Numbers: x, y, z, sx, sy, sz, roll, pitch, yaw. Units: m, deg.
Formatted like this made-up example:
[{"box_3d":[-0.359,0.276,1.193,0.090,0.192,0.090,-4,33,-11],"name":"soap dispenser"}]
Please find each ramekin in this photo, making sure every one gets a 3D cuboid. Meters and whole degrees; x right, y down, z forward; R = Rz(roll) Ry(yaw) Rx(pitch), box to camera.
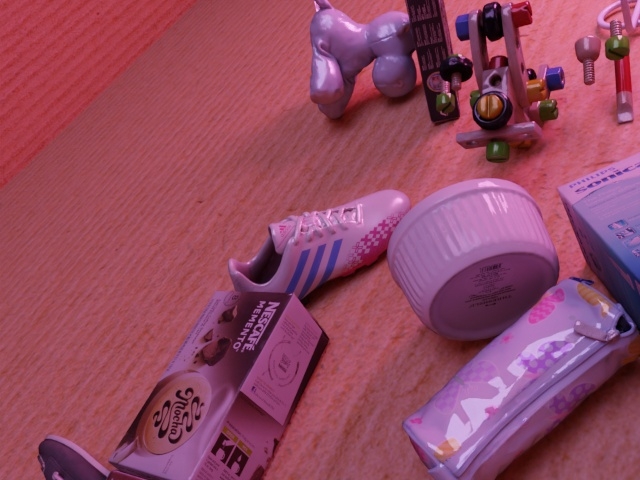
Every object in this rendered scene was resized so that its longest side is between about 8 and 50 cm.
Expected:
[{"box_3d":[0.196,0.035,0.813,0.207,0.207,0.109,-26,45,11],"name":"ramekin"}]

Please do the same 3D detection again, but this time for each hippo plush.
[{"box_3d":[0.105,-0.422,1.428,0.236,0.294,0.234,-1,11,12],"name":"hippo plush"}]

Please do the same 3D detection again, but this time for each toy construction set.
[{"box_3d":[0.344,-0.218,1.032,0.309,0.257,0.237,2,71,9],"name":"toy construction set"}]

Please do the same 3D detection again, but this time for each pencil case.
[{"box_3d":[0.220,0.164,0.707,0.273,0.113,0.124,-39,13,-6],"name":"pencil case"}]

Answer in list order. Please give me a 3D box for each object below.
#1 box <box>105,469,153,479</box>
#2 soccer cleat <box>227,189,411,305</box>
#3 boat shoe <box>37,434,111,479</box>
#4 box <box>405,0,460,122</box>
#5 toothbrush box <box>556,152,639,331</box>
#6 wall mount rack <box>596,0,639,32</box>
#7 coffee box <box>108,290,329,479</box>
[{"box_3d":[-0.193,0.445,0.620,0.191,0.143,0.381,13,50,10],"name":"box"},{"box_3d":[0.000,0.000,1.054,0.331,0.143,0.116,-36,35,-5],"name":"soccer cleat"},{"box_3d":[-0.323,0.365,0.899,0.335,0.112,0.095,9,48,40],"name":"boat shoe"},{"box_3d":[0.218,-0.401,1.252,0.060,0.270,0.216,-8,41,17],"name":"box"},{"box_3d":[0.412,-0.006,0.688,0.216,0.126,0.295,-24,20,12],"name":"toothbrush box"},{"box_3d":[0.671,-0.499,1.136,0.350,0.130,0.304,1,47,38],"name":"wall mount rack"},{"box_3d":[-0.133,0.220,0.915,0.168,0.119,0.297,-2,46,39],"name":"coffee box"}]
